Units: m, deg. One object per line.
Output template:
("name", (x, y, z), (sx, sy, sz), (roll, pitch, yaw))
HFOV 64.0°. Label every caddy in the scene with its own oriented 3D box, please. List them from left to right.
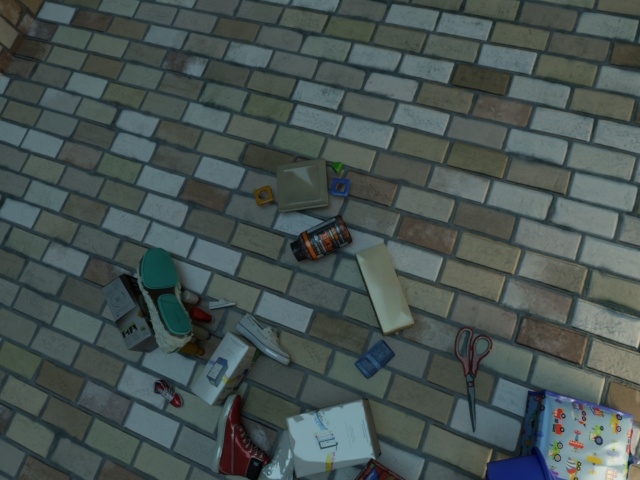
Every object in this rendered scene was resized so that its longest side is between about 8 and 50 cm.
("caddy", (0.493, 0.655, 1.167), (0.179, 0.241, 0.342), (-9, 57, 11))

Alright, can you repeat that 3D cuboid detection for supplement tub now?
("supplement tub", (0.000, 0.000, 1.710), (0.197, 0.106, 0.106), (-26, 70, 4))

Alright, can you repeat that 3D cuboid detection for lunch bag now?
("lunch bag", (0.715, 0.554, 1.391), (0.292, 0.138, 0.221), (14, 74, 6))

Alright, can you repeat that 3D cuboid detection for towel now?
("towel", (0.171, 0.371, 1.603), (0.119, 0.029, 0.067), (-41, 71, -2))

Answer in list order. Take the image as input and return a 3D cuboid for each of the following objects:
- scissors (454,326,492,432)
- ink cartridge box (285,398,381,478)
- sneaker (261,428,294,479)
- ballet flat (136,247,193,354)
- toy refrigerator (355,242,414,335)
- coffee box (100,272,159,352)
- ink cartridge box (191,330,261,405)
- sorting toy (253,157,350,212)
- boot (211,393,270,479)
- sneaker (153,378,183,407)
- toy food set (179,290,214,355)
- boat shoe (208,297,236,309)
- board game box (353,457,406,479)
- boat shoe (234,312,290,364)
("scissors", (0.441, 0.412, 1.541), (0.108, 0.021, 0.298), (12, 78, 13))
("ink cartridge box", (0.040, 0.572, 1.496), (0.232, 0.171, 0.168), (-16, 72, 7))
("sneaker", (-0.129, 0.676, 1.538), (0.094, 0.080, 0.213), (7, 75, -11))
("ballet flat", (-0.533, 0.203, 1.700), (0.146, 0.147, 0.409), (-31, 51, 2))
("toy refrigerator", (0.200, 0.157, 1.629), (0.102, 0.094, 0.270), (-19, 71, -1))
("coffee box", (-0.629, 0.249, 1.752), (0.098, 0.141, 0.247), (-33, 70, 1))
("ink cartridge box", (-0.293, 0.409, 1.625), (0.093, 0.154, 0.213), (32, 82, 18))
("sorting toy", (-0.065, -0.191, 1.813), (0.347, 0.047, 0.196), (-7, 68, 10))
("boot", (-0.230, 0.610, 1.592), (0.176, 0.088, 0.245), (6, 83, 13))
("sneaker", (-0.507, 0.506, 1.688), (0.118, 0.067, 0.042), (41, 86, 20))
("toy food set", (-0.436, 0.270, 1.746), (0.111, 0.104, 0.232), (-35, 51, 14))
("boat shoe", (-0.337, 0.214, 1.757), (0.100, 0.035, 0.035), (-11, 74, 16))
("board game box", (0.119, 0.739, 1.399), (0.145, 0.027, 0.281), (33, 102, -5))
("boat shoe", (-0.180, 0.314, 1.666), (0.226, 0.083, 0.076), (31, 83, 19))
